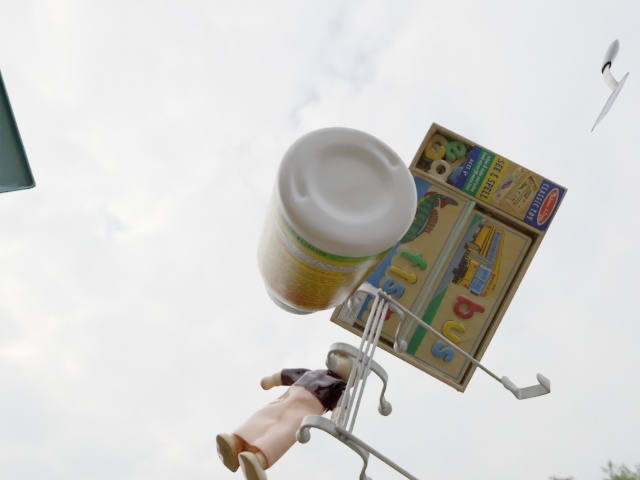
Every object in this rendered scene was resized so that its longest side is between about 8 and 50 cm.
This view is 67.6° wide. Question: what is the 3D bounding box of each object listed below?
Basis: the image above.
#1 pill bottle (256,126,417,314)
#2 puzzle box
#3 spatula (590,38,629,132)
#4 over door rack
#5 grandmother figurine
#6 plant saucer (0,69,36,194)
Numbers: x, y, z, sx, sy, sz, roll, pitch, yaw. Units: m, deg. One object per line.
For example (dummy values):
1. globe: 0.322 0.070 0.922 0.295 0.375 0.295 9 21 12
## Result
1. pill bottle: 0.000 0.000 0.541 0.136 0.137 0.246 12 -28 -9
2. puzzle box: 0.226 0.028 0.860 0.271 0.052 0.409 27 -92 3
3. spatula: 0.518 -0.296 0.853 0.030 0.297 0.084 20 -41 14
4. over door rack: 0.145 0.233 0.645 0.324 0.240 0.108 29 -44 -3
5. grandmother figurine: -0.029 0.299 0.889 0.207 0.342 0.104 27 -53 35
6. plant saucer: -0.329 -0.125 0.448 0.067 0.192 0.018 -16 -12 -31
